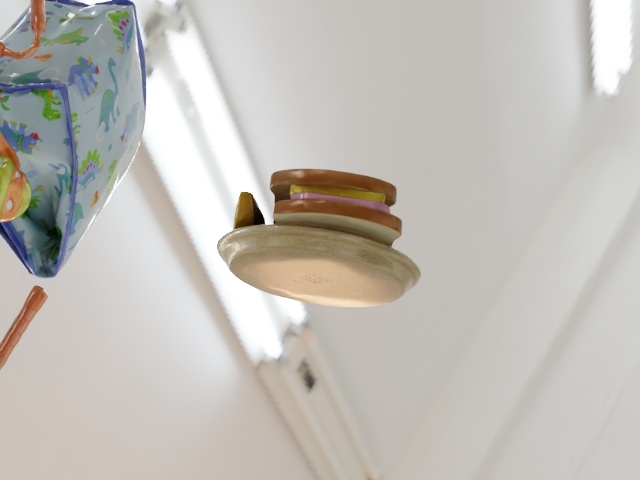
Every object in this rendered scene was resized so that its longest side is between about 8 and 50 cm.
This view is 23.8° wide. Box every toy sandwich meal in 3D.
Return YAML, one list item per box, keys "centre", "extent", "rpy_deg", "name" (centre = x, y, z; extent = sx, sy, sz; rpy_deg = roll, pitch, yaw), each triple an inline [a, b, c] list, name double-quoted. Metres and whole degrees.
- centre: [0.000, 0.000, 0.566]
  extent: [0.085, 0.085, 0.029]
  rpy_deg: [55, -139, -65]
  name: "toy sandwich meal"

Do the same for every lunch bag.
- centre: [-0.172, -0.070, 1.007]
  extent: [0.129, 0.096, 0.151]
  rpy_deg: [-63, -27, -50]
  name: "lunch bag"

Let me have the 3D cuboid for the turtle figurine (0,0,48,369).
- centre: [-0.260, -0.051, 0.886]
  extent: [0.087, 0.217, 0.270]
  rpy_deg: [141, 137, -70]
  name: "turtle figurine"
